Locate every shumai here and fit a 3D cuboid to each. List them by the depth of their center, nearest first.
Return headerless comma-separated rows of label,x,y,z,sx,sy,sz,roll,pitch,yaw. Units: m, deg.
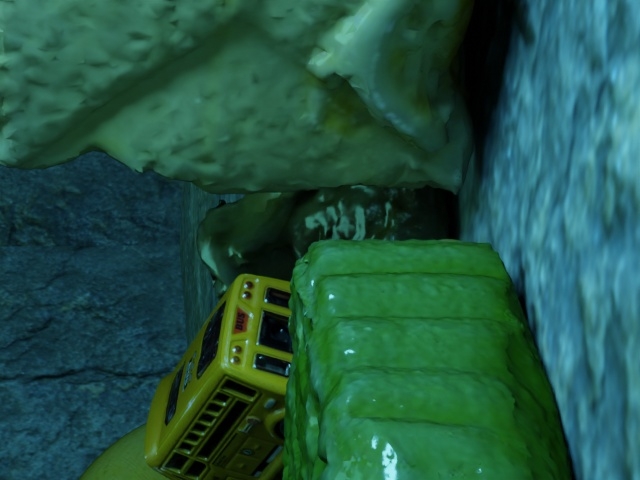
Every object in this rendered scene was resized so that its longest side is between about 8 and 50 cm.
shumai,0.000,0.000,1.092,0.161,0.153,0.210,-96,4,-80

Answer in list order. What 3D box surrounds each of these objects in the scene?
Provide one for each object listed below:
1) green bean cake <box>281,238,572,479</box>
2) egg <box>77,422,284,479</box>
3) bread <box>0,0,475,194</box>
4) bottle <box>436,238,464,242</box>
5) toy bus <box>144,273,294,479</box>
green bean cake,0.043,0.138,0.843,0.248,0.125,0.222,-107,19,-62
egg,-0.072,0.277,1.219,0.250,0.250,0.322,-164,74,-82
bread,-0.047,-0.265,0.928,0.371,0.279,0.390,-96,10,-47
bottle,0.042,0.114,1.017,0.083,0.083,0.270,-100,20,-50
toy bus,-0.048,0.097,1.045,0.194,0.088,0.083,125,158,-53
